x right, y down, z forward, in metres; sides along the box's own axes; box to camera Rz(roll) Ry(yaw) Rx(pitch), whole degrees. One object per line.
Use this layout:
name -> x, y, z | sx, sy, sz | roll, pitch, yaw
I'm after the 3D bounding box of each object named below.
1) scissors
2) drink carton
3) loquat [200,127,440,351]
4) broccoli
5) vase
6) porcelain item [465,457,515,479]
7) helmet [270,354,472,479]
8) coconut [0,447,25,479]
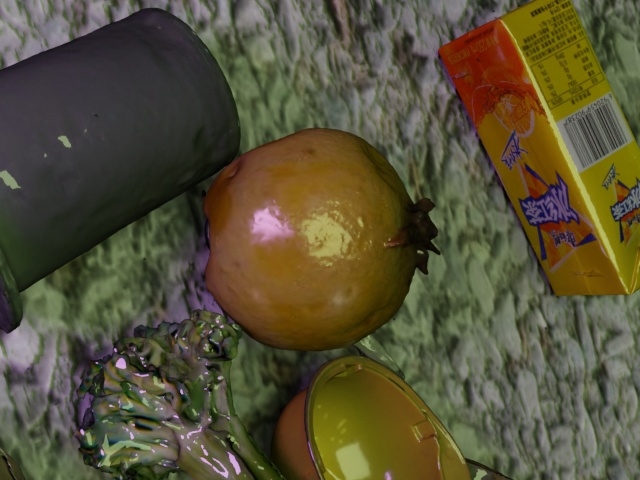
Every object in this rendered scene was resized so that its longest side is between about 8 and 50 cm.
scissors -> -0.005, 0.059, 1.136 | 0.300, 0.022, 0.109 | 45, 75, -14
drink carton -> 0.287, -0.108, 1.195 | 0.111, 0.154, 0.351 | -30, 98, -21
loquat -> 0.000, 0.000, 1.007 | 0.244, 0.244, 0.243 | 2, 86, -22
broccoli -> -0.095, 0.173, 0.971 | 0.177, 0.275, 0.198 | 7, 101, -63
vase -> -0.233, -0.085, 0.946 | 0.291, 0.245, 0.245 | -31, 98, -26
porcelain item -> 0.152, 0.363, 1.162 | 0.081, 0.069, 0.215 | 26, 82, -24
helmet -> 0.032, 0.251, 1.077 | 0.257, 0.140, 0.205 | 42, 40, -25
coconut -> -0.401, 0.294, 0.818 | 0.353, 0.353, 0.352 | 2, 86, -22
